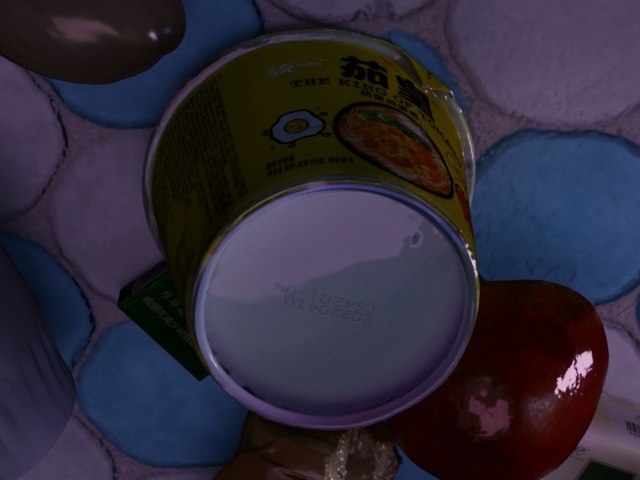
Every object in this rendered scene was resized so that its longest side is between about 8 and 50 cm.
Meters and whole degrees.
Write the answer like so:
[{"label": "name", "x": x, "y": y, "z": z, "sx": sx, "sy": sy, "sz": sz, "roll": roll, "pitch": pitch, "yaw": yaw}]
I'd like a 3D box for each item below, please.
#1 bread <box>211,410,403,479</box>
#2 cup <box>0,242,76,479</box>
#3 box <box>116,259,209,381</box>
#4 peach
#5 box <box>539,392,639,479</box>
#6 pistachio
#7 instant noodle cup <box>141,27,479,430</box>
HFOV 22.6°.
[{"label": "bread", "x": -0.047, "y": 0.331, "z": 1.767, "sx": 0.195, "sy": 0.149, "sz": 0.344, "roll": 17, "pitch": 124, "yaw": -9}, {"label": "cup", "x": -0.416, "y": 0.066, "z": 1.542, "sx": 0.253, "sy": 0.253, "sz": 0.371, "roll": -19, "pitch": 124, "yaw": 16}, {"label": "box", "x": -0.079, "y": 0.042, "z": 1.637, "sx": 0.235, "sy": 0.034, "sz": 0.132, "roll": -34, "pitch": 116, "yaw": 23}, {"label": "peach", "x": 0.176, "y": 0.139, "z": 1.570, "sx": 0.243, "sy": 0.243, "sz": 0.199, "roll": -30, "pitch": 94, "yaw": 21}, {"label": "box", "x": 0.323, "y": 0.264, "z": 1.737, "sx": 0.212, "sy": 0.095, "sz": 0.168, "roll": 19, "pitch": 121, "yaw": -11}, {"label": "pistachio", "x": -0.230, "y": -0.212, "z": 1.422, "sx": 0.226, "sy": 0.136, "sz": 0.136, "roll": 20, "pitch": 124, "yaw": -2}, {"label": "instant noodle cup", "x": 0.000, "y": 0.000, "z": 1.440, "sx": 0.325, "sy": 0.254, "sz": 0.326, "roll": -2, "pitch": 117, "yaw": -4}]
